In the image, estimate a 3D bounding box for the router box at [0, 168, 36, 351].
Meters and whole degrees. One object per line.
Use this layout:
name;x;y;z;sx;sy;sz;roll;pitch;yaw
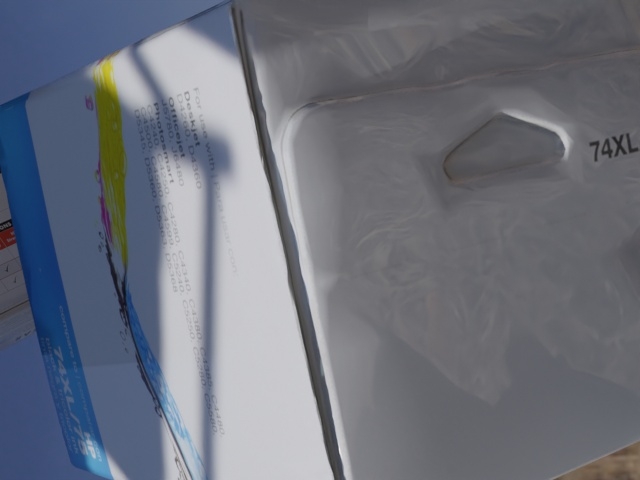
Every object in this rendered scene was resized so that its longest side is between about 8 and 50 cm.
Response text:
router box;-0.367;-0.019;0.754;0.301;0.335;0.082;53;142;10

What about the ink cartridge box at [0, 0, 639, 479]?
ink cartridge box;0.000;0.000;0.521;0.270;0.198;0.197;-5;98;58
